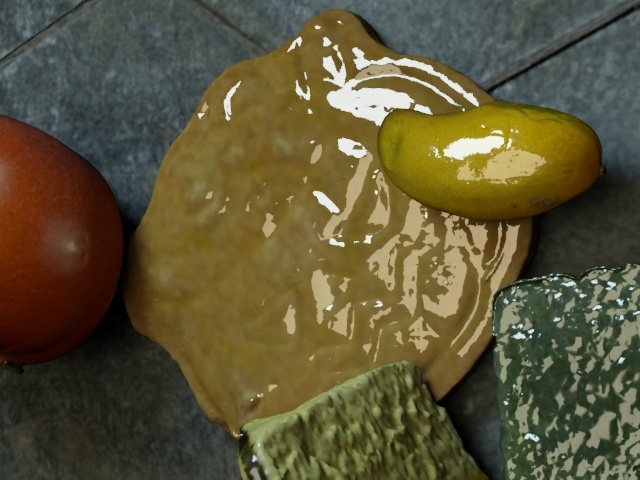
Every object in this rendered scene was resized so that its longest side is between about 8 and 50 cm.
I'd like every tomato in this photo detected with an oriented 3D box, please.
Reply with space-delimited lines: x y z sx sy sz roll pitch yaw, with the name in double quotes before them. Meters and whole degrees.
"tomato" -0.307 0.000 1.251 0.256 0.256 0.224 22 80 29

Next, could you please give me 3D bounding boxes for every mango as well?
"mango" 0.128 -0.063 1.049 0.190 0.075 0.098 6 69 25

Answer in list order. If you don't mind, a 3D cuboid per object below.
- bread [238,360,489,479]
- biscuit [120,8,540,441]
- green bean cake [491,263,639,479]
"bread" 0.014 0.252 1.028 0.198 0.236 0.263 -32 85 24
"biscuit" -0.001 0.000 1.182 0.365 0.062 0.385 43 107 26
"green bean cake" 0.228 0.112 1.022 0.183 0.094 0.185 -10 81 30
